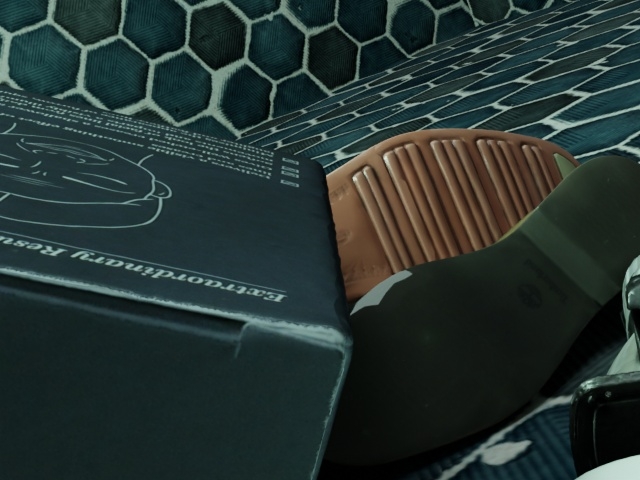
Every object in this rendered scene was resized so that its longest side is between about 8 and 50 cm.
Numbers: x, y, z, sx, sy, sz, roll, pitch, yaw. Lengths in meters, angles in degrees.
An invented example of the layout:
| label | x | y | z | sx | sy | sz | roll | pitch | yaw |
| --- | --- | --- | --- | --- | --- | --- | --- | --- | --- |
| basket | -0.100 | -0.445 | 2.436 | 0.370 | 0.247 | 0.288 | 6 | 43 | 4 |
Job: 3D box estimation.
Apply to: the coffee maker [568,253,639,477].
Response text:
| label | x | y | z | sx | sy | sz | roll | pitch | yaw |
| --- | --- | --- | --- | --- | --- | --- | --- | --- | --- |
| coffee maker | 0.213 | 0.061 | 0.484 | 0.171 | 0.120 | 0.178 | 10 | 26 | 20 |

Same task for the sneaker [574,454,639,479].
| label | x | y | z | sx | sy | sz | roll | pitch | yaw |
| --- | --- | --- | --- | --- | --- | --- | --- | --- | --- |
| sneaker | 0.185 | 0.130 | 0.270 | 0.305 | 0.114 | 0.152 | -16 | 27 | 40 |

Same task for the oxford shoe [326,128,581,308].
| label | x | y | z | sx | sy | sz | roll | pitch | yaw |
| --- | --- | --- | --- | --- | --- | --- | --- | --- | --- |
| oxford shoe | 0.038 | 0.006 | 0.904 | 0.397 | 0.140 | 0.146 | -13 | -14 | -14 |

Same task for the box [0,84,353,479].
| label | x | y | z | sx | sy | sz | roll | pitch | yaw |
| --- | --- | --- | --- | --- | --- | --- | --- | --- | --- |
| box | -0.155 | 0.055 | 0.559 | 0.293 | 0.212 | 0.395 | 13 | 12 | -4 |

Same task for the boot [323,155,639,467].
| label | x | y | z | sx | sy | sz | roll | pitch | yaw |
| --- | --- | --- | --- | --- | --- | --- | --- | --- | --- |
| boot | 0.106 | 0.061 | 0.717 | 0.305 | 0.112 | 0.115 | -31 | -14 | -24 |
